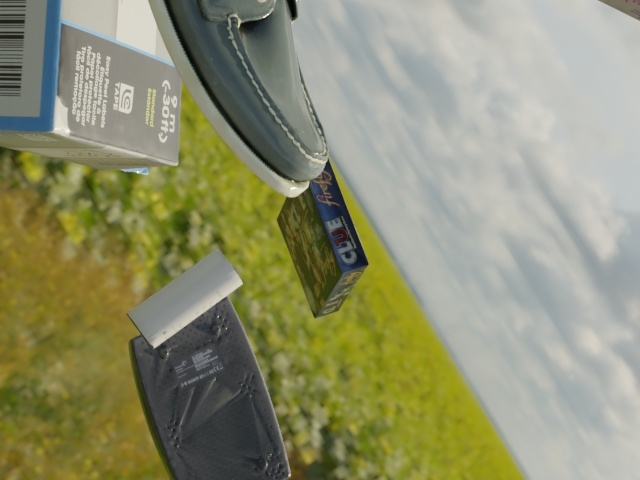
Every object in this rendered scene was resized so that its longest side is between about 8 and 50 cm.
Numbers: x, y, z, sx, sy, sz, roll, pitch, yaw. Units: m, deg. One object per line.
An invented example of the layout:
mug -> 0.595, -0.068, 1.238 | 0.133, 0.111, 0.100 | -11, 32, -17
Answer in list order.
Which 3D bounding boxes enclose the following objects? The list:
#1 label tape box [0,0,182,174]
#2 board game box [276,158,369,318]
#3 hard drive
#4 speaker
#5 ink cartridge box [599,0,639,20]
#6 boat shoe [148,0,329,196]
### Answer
label tape box -> -0.187, -0.194, 1.391 | 0.347, 0.115, 0.249 | 10, 82, -68
board game box -> 0.000, 0.000, 2.260 | 0.243, 0.042, 0.165 | 117, -46, -70
hard drive -> -0.148, 0.218, 2.057 | 0.054, 0.172, 0.255 | -9, -78, 54
speaker -> -0.161, 0.069, 1.907 | 0.055, 0.136, 0.055 | 52, -8, 10
ink cartridge box -> 0.489, -0.475, 2.451 | 0.185, 0.311, 0.065 | 26, -33, -4
boat shoe -> -0.059, -0.186, 1.069 | 0.319, 0.099, 0.116 | 66, 19, 2
